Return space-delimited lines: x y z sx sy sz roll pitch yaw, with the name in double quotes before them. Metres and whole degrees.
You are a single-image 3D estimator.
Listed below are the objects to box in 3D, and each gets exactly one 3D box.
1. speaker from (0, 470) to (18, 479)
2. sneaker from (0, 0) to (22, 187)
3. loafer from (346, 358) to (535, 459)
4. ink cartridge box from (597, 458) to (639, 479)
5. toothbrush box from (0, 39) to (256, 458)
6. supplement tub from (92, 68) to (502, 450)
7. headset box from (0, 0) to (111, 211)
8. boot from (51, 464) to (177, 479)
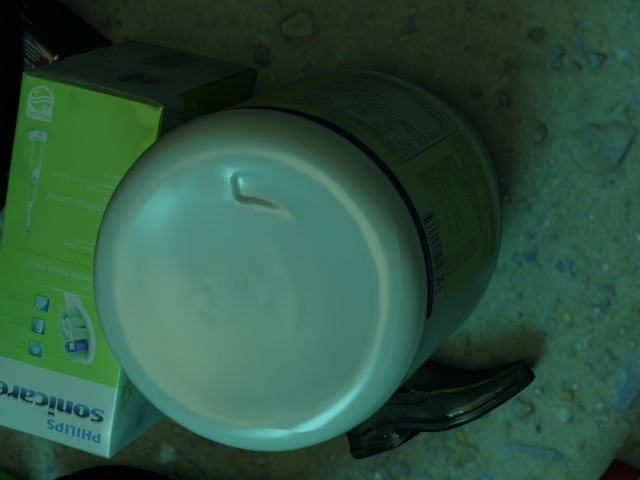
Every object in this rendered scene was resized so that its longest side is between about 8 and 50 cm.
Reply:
"speaker" -0.319 0.357 1.699 0.131 0.131 0.296 6 104 17
"sneaker" -0.312 -0.155 1.483 0.145 0.090 0.270 7 96 16
"loafer" 0.090 0.123 1.544 0.170 0.062 0.061 -22 89 20
"ink cartridge box" 0.300 0.323 1.475 0.273 0.114 0.197 26 102 13
"toothbrush box" -0.158 0.000 1.522 0.122 0.206 0.283 15 106 14
"supplement tub" 0.000 0.000 1.403 0.235 0.325 0.235 4 103 18
"headset box" -0.333 -0.136 1.602 0.218 0.110 0.293 40 111 7
"boot" -0.102 0.363 1.569 0.377 0.138 0.284 16 112 45
